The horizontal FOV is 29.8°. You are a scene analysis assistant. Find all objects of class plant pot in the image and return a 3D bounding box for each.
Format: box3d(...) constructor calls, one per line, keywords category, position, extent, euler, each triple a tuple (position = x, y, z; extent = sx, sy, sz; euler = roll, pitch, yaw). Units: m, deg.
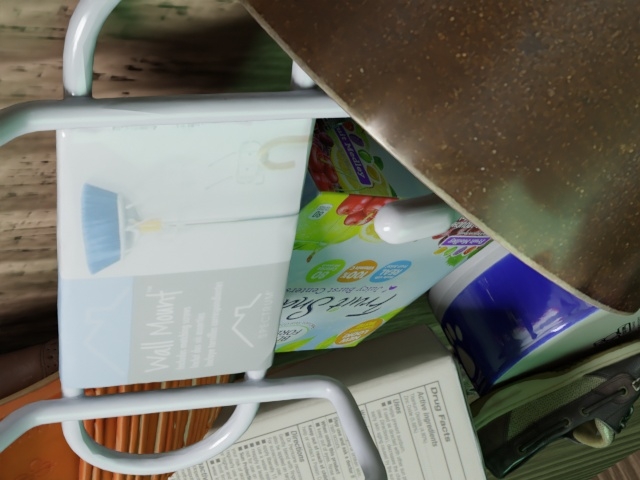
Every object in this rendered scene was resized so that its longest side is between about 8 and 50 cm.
box3d(category="plant pot", position=(0.108, -0.132, 0.404), extent=(0.230, 0.215, 0.215), euler=(-48, 153, 16))

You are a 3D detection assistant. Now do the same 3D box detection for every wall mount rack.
box3d(category="wall mount rack", position=(-0.103, 0.046, 0.540), extent=(0.304, 0.130, 0.350), euler=(-5, 134, -17))

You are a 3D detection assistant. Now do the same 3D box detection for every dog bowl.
box3d(category="dog bowl", position=(0.232, 0.037, 1.031), extent=(0.265, 0.104, 0.265), euler=(-22, 158, -9))

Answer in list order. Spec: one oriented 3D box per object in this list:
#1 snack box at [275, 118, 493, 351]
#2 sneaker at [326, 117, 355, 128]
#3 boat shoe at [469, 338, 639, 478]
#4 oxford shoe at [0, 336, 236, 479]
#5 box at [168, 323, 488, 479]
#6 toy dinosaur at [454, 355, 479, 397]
box3d(category="snack box", position=(0.000, 0.000, 0.729), extent=(0.174, 0.070, 0.207), euler=(-40, 153, 32))
box3d(category="sneaker", position=(0.027, -0.081, 0.615), extent=(0.069, 0.038, 0.098), euler=(-35, 157, 20))
box3d(category="boat shoe", position=(0.221, 0.141, 1.010), extent=(0.223, 0.073, 0.080), euler=(-15, 159, -21))
box3d(category="oxford shoe", position=(-0.184, 0.103, 0.735), extent=(0.364, 0.133, 0.130), euler=(-20, 126, -54))
box3d(category="box", position=(-0.037, 0.182, 0.912), extent=(0.311, 0.148, 0.121), euler=(-15, -170, -3))
box3d(category="toy dinosaur", position=(0.135, 0.159, 1.275), extent=(0.268, 0.064, 0.118), euler=(-21, 152, -6))
